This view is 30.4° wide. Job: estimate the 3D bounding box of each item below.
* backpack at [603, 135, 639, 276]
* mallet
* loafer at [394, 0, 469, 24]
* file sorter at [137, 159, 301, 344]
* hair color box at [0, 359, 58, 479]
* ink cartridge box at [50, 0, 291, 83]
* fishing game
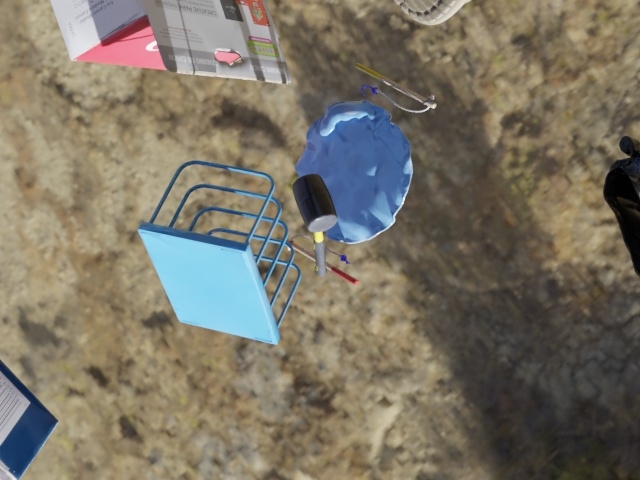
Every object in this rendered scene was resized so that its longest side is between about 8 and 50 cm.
[{"bbox_3d":[0.475,0.007,1.292,0.276,0.263,0.213,36,131,-20],"label":"backpack"},{"bbox_3d":[0.000,0.000,1.371,0.189,0.039,0.062,81,169,-55],"label":"mallet"},{"bbox_3d":[0.141,-0.260,0.863,0.102,0.092,0.268,49,145,-7],"label":"loafer"},{"bbox_3d":[-0.097,0.011,1.233,0.118,0.104,0.170,11,147,18],"label":"file sorter"},{"bbox_3d":[-0.488,0.232,1.358,0.347,0.105,0.174,-26,112,33],"label":"hair color box"},{"bbox_3d":[-0.199,-0.306,1.514,0.130,0.309,0.271,-24,81,28],"label":"ink cartridge box"},{"bbox_3d":[0.044,-0.087,1.508,0.189,0.041,0.264,28,105,36],"label":"fishing game"}]
